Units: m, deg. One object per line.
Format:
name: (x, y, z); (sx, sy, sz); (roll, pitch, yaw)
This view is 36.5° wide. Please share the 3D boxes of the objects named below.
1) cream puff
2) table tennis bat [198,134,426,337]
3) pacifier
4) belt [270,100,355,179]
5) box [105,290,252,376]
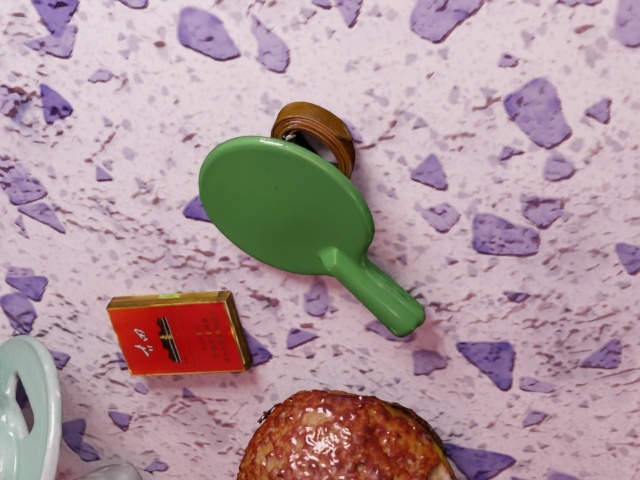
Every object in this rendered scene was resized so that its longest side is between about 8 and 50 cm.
cream puff: (0.028, 0.263, 0.975); (0.240, 0.164, 0.240); (3, 122, 5)
table tennis bat: (0.000, 0.000, 0.874); (0.257, 0.039, 0.160); (42, 140, -19)
pacifier: (-0.318, 0.266, 1.047); (0.269, 0.288, 0.343); (20, 108, -39)
belt: (-0.004, -0.081, 0.837); (0.059, 0.036, 0.083); (-35, 110, 28)
box: (-0.143, 0.096, 0.989); (0.133, 0.023, 0.090); (-4, 118, 15)
